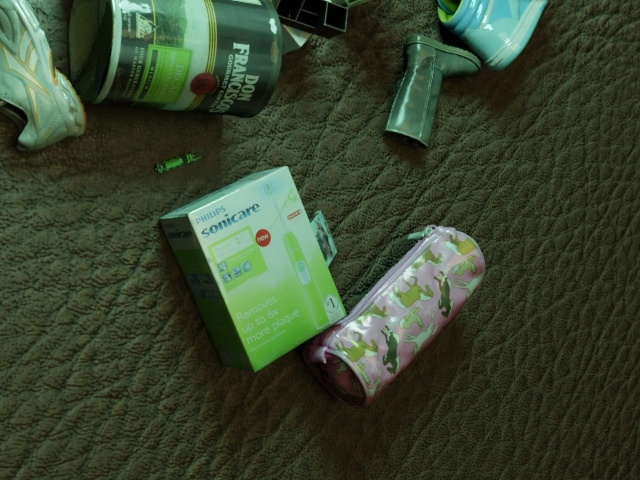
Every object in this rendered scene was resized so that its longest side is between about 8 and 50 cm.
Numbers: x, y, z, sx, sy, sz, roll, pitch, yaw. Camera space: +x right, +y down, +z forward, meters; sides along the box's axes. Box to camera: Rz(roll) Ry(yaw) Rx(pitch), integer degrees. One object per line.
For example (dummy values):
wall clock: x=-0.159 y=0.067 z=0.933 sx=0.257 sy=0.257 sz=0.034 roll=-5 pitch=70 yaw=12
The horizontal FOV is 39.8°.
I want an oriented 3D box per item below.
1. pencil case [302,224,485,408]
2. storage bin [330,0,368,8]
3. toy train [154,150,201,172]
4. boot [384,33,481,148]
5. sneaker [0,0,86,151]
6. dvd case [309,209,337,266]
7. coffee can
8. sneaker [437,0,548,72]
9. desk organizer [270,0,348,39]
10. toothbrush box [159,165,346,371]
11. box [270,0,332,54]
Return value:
pencil case: x=0.141 y=0.135 z=1.634 sx=0.167 sy=0.160 sz=0.386 roll=43 pitch=64 yaw=7
storage bin: x=0.080 y=-0.562 z=1.554 sx=0.123 sy=0.262 sz=0.260 roll=-25 pitch=102 yaw=-31
toy train: x=-0.236 y=-0.131 z=1.470 sx=0.083 sy=0.023 sz=0.017 roll=-25 pitch=102 yaw=-32
boot: x=0.225 y=-0.284 z=1.755 sx=0.189 sy=0.076 sz=0.209 roll=13 pitch=75 yaw=-20
sneaker: x=-0.451 y=-0.252 z=1.290 sx=0.121 sy=0.099 sz=0.262 roll=-34 pitch=105 yaw=-25
dvd case: x=0.000 y=0.000 z=1.586 sx=0.119 sy=0.013 sz=0.087 roll=-55 pitch=126 yaw=-70
coffee can: x=-0.227 y=-0.301 z=1.376 sx=0.275 sy=0.201 sz=0.202 roll=-1 pitch=89 yaw=-33
sneaker: x=0.354 y=-0.513 z=1.825 sx=0.208 sy=0.127 sz=0.319 roll=35 pitch=51 yaw=-10
desk organizer: x=-0.021 y=-0.381 z=1.481 sx=0.130 sy=0.050 sz=0.047 roll=10 pitch=83 yaw=-33
toothbrush box: x=-0.111 y=0.047 z=1.490 sx=0.206 sy=0.122 sz=0.283 roll=-28 pitch=102 yaw=-31
box: x=-0.093 y=-0.435 z=1.528 sx=0.203 sy=0.103 sz=0.114 roll=47 pitch=65 yaw=-24
